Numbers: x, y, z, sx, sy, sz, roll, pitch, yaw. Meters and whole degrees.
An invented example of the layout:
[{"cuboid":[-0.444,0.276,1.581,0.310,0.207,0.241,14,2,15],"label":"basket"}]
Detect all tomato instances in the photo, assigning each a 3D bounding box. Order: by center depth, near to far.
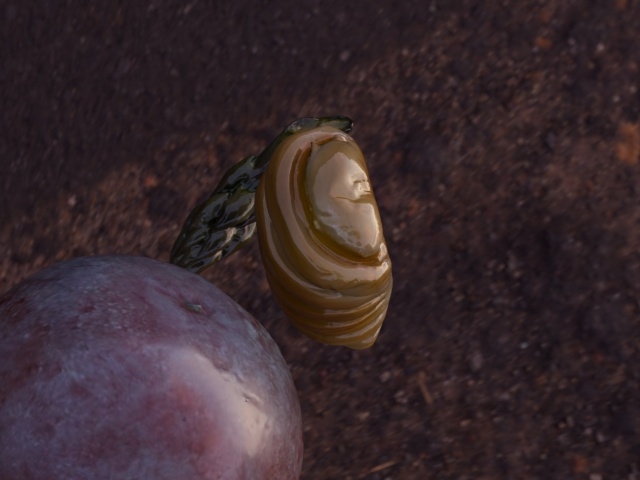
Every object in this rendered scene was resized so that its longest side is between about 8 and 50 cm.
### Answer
[{"cuboid":[-0.174,0.164,1.257,0.317,0.316,0.282,25,110,-11],"label":"tomato"}]

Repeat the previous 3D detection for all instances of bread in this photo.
[{"cuboid":[0.000,0.000,1.430,0.121,0.311,0.172,-14,71,-2],"label":"bread"}]

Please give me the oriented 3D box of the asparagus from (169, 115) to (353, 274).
[{"cuboid":[-0.083,-0.052,1.682,0.080,0.080,0.287,42,99,-3],"label":"asparagus"}]
